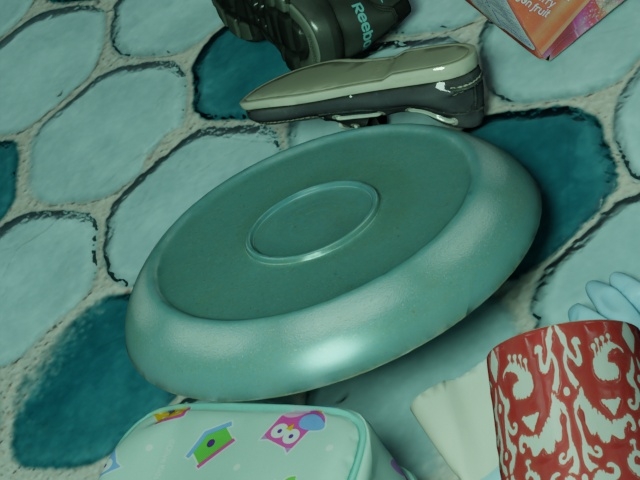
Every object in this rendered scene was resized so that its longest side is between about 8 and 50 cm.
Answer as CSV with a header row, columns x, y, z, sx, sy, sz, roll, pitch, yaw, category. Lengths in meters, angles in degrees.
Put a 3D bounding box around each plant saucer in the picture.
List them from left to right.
x,y,z,sx,sy,sz,roll,pitch,yaw,category
0.000,0.000,1.336,0.317,0.044,0.317,-17,28,10,plant saucer

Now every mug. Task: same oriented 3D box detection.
x,y,z,sx,sy,sz,roll,pitch,yaw,category
0.165,0.141,1.070,0.113,0.150,0.169,-27,63,40,mug

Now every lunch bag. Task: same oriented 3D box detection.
x,y,z,sx,sy,sz,roll,pitch,yaw,category
-0.060,0.237,1.167,0.224,0.108,0.279,-3,50,32,lunch bag

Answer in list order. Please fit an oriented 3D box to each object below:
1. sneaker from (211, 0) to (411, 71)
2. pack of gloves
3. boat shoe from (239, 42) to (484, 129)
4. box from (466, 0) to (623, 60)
x,y,z,sx,sy,sz,roll,pitch,yaw,category
-0.022,-0.218,1.613,0.106,0.101,0.267,-25,38,-18,sneaker
0.172,0.110,1.173,0.195,0.046,0.232,-36,40,2,pack of gloves
0.032,-0.104,1.460,0.206,0.065,0.075,-7,25,27,boat shoe
0.132,-0.292,1.509,0.142,0.154,0.300,-38,38,-2,box
